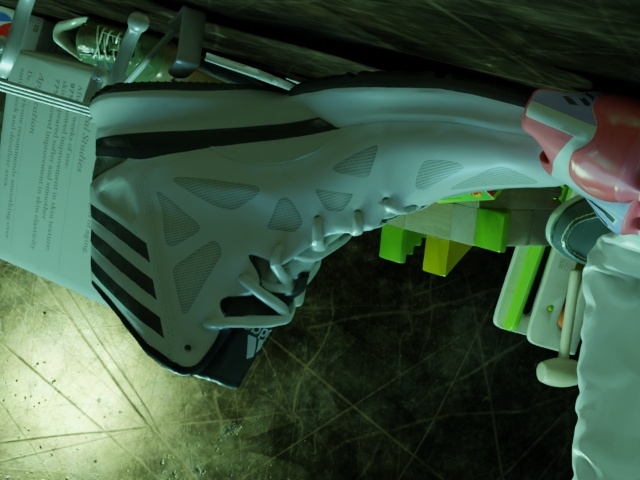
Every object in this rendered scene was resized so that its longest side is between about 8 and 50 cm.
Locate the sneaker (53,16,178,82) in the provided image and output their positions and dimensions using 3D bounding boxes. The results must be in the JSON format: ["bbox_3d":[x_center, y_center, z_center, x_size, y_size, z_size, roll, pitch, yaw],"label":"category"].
[{"bbox_3d":[-0.260,-0.235,1.384,0.086,0.064,0.192,7,-167,-43],"label":"sneaker"}]

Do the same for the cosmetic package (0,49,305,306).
[{"bbox_3d":[-0.241,-0.090,1.712,0.394,0.329,0.327,20,-165,34],"label":"cosmetic package"}]

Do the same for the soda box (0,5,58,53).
[{"bbox_3d":[-0.516,-0.332,1.758,0.216,0.073,0.069,18,-177,15],"label":"soda box"}]

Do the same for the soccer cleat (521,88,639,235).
[{"bbox_3d":[0.200,-0.058,0.788,0.095,0.083,0.248,29,-175,16],"label":"soccer cleat"}]

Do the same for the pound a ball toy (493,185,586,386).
[{"bbox_3d":[0.413,0.070,1.831,0.136,0.319,0.208,15,-177,-21],"label":"pound a ball toy"}]

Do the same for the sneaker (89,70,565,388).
[{"bbox_3d":[0.000,0.000,0.948,0.448,0.257,0.169,2,176,25],"label":"sneaker"}]

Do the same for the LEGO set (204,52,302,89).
[{"bbox_3d":[-0.009,-0.167,1.414,0.244,0.060,0.182,20,-174,17],"label":"LEGO set"}]

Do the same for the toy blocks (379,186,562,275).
[{"bbox_3d":[0.224,-0.062,1.581,0.261,0.190,0.381,0,-170,-34],"label":"toy blocks"}]

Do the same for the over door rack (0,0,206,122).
[{"bbox_3d":[-0.264,-0.205,1.037,0.240,0.108,0.324,13,171,-26],"label":"over door rack"}]

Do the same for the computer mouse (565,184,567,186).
[{"bbox_3d":[0.260,-0.077,1.009,0.071,0.041,0.242,18,177,-10],"label":"computer mouse"}]

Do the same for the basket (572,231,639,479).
[{"bbox_3d":[0.408,0.151,0.938,0.267,0.331,0.328,10,169,-20],"label":"basket"}]

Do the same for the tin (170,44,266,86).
[{"bbox_3d":[-0.127,-0.200,1.446,0.190,0.040,0.106,19,-167,-35],"label":"tin"}]

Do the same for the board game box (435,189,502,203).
[{"bbox_3d":[0.148,-0.091,1.331,0.092,0.043,0.181,43,169,-13],"label":"board game box"}]

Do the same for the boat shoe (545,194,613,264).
[{"bbox_3d":[0.444,0.009,1.409,0.320,0.116,0.099,9,-155,-11],"label":"boat shoe"}]
